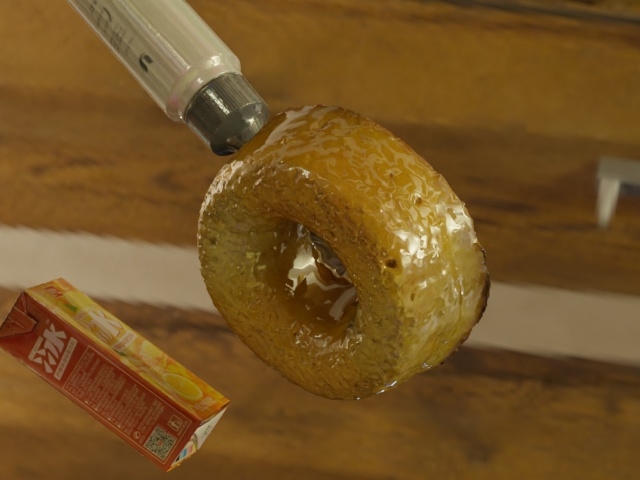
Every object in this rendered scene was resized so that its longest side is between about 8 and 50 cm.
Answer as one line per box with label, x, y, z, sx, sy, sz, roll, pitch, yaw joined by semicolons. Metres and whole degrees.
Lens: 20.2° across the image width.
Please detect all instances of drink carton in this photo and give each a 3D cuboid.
drink carton;-0.208;0.131;1.788;0.223;0.096;0.071;36;-75;10

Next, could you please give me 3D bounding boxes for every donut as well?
donut;0.005;0.022;1.611;0.277;0.108;0.278;18;-56;29

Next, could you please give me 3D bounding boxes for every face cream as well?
face cream;-0.144;-0.183;1.756;0.311;0.092;0.092;47;-26;24

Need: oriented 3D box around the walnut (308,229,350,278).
walnut;0.002;-0.001;1.880;0.230;0.178;0.178;25;-21;43
